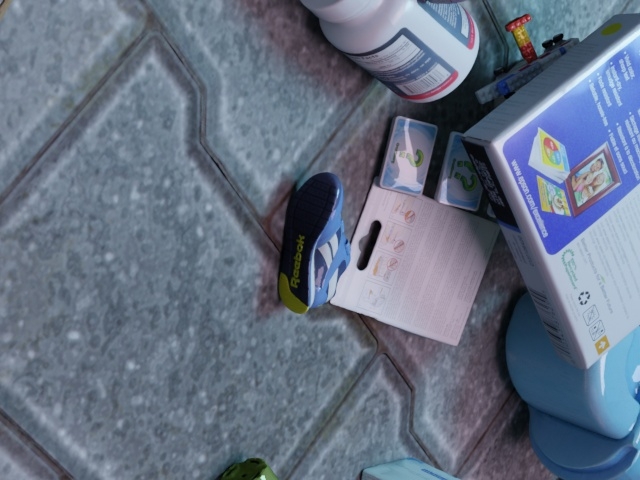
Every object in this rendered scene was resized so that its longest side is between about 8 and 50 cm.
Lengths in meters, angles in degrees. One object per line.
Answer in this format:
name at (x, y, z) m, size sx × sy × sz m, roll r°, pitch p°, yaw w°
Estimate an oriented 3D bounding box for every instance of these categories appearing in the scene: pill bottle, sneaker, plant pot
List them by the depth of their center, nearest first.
pill bottle at (0.062, -0.213, 1.404) m, size 0.180 × 0.108 × 0.108 m, roll 32°, pitch 81°, yaw -48°
sneaker at (0.000, 0.000, 1.461) m, size 0.059 × 0.053 × 0.144 m, roll -7°, pitch 118°, yaw -44°
plant pot at (-0.062, 0.262, 1.479) m, size 0.083 × 0.083 × 0.079 m, roll -40°, pitch 118°, yaw -30°

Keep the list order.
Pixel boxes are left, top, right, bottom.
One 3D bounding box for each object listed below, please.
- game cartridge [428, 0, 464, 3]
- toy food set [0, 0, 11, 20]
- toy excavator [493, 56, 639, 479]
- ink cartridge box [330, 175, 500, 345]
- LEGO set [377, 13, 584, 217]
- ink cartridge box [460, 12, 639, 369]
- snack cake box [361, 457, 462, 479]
game cartridge at (0.165, -0.409, 1.405) m, size 0.355 × 0.068 × 0.230 m, roll -52°, pitch 134°, yaw -40°
toy food set at (-0.281, -0.198, 1.093) m, size 0.122 × 0.019 × 0.078 m, roll 10°, pitch 128°, yaw -43°
toy excavator at (0.320, 0.059, 1.726) m, size 0.445 × 0.222 × 0.433 m, roll 27°, pitch 84°, yaw -39°
ink cartridge box at (0.095, 0.023, 1.592) m, size 0.179 × 0.045 × 0.145 m, roll 20°, pitch 90°, yaw -30°
LEGO set at (0.176, -0.150, 1.536) m, size 0.182 × 0.060 × 0.244 m, roll 14°, pitch 92°, yaw -20°
ink cartridge box at (0.324, -0.071, 1.563) m, size 0.307 × 0.072 × 0.303 m, roll -38°, pitch 120°, yaw -18°
snack cake box at (0.109, 0.393, 1.646) m, size 0.089 × 0.152 × 0.264 m, roll -5°, pitch 108°, yaw -46°
